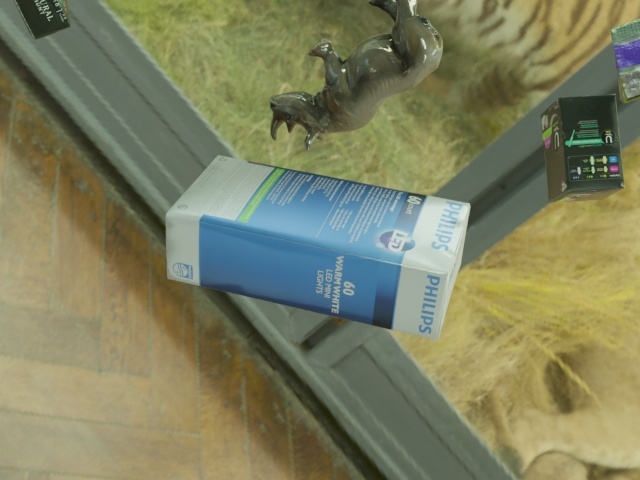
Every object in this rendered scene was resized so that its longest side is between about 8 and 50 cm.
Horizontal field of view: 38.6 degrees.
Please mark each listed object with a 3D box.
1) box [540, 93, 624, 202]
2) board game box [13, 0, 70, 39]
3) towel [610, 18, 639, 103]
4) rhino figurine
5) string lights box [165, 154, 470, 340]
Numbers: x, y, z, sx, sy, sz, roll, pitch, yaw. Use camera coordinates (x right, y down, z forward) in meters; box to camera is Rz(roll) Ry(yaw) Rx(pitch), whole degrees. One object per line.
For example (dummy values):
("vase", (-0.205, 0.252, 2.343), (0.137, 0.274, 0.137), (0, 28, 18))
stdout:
("box", (0.229, -0.079, 0.802), (0.052, 0.062, 0.083), (-4, 83, -2))
("board game box", (-0.189, -0.214, 0.536), (0.026, 0.126, 0.186), (-22, 41, -3))
("towel", (0.299, -0.168, 0.833), (0.009, 0.060, 0.083), (27, 56, -52))
("rhino figurine", (0.030, -0.180, 1.023), (0.106, 0.243, 0.073), (49, 28, -10))
("string lights box", (0.000, 0.000, 0.861), (0.259, 0.077, 0.133), (12, 33, 12))
